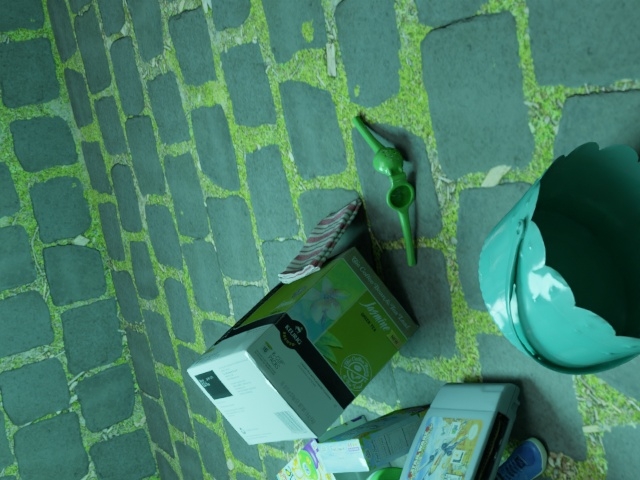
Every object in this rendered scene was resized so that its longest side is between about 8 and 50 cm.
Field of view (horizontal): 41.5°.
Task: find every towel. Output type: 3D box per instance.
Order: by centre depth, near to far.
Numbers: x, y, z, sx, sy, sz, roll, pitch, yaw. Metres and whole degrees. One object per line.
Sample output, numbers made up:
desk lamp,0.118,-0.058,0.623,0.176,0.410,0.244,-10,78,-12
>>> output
towel,0.000,0.000,1.726,0.029,0.197,0.144,42,148,-14

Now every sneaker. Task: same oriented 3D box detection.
sneaker,0.332,0.405,1.471,0.058,0.084,0.152,54,144,29

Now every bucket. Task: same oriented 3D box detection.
bucket,0.353,0.032,1.096,0.281,0.281,0.183,65,154,14

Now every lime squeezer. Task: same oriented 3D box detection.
lime squeezer,0.127,-0.104,1.585,0.110,0.058,0.310,-31,78,58

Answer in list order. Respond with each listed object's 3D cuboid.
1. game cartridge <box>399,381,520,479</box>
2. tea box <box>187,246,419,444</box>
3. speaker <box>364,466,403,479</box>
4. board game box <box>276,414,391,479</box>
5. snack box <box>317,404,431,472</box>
game cartridge,0.228,0.385,1.474,0.062,0.297,0.198,36,156,-25
tea box,-0.041,0.218,1.703,0.220,0.323,0.329,50,150,-7
speaker,0.098,0.551,1.704,0.131,0.131,0.296,62,147,19
board game box,0.026,0.541,1.969,0.144,0.142,0.275,60,147,21
snack box,0.125,0.393,1.678,0.174,0.207,0.070,-29,80,58
